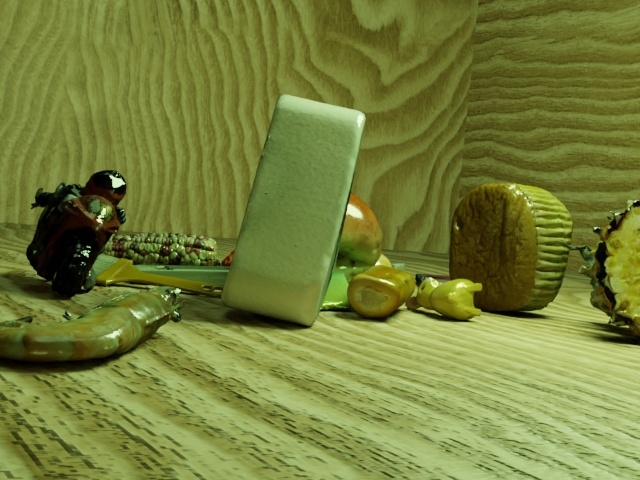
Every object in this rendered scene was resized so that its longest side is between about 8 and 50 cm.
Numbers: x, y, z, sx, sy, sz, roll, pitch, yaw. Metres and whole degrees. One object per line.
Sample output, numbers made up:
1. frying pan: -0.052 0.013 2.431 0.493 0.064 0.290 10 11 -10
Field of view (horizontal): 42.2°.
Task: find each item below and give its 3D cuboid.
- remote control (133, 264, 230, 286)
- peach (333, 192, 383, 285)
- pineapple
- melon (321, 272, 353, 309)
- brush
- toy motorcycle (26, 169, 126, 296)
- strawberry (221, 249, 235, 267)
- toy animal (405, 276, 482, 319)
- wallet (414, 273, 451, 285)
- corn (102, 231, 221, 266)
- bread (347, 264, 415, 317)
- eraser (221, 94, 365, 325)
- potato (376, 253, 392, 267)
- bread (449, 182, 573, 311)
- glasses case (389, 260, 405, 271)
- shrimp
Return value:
1. remote control: -0.223 0.070 1.572 0.285 0.038 0.123 2 2 -22
2. peach: 0.000 0.000 1.559 0.214 0.214 0.235 5 12 -23
3. pineapple: 0.544 0.071 1.442 0.262 0.263 0.272 5 -11 -4
4. melon: -0.034 0.099 1.359 0.261 0.053 0.114 -2 25 -45
5. brush: -0.288 0.066 1.429 0.272 0.013 0.103 10 23 10
6. toy motorcycle: -0.410 -0.025 1.371 0.134 0.207 0.401 28 -8 -23
7. strawberry: -0.130 0.048 1.774 0.121 0.082 0.188 3 3 44
8. toy animal: 0.201 0.100 1.447 0.083 0.070 0.159 6 -4 -34
9. wallet: 0.302 0.106 2.055 0.119 0.025 0.232 6 3 2
10. corn: -0.339 0.029 1.678 0.280 0.092 0.092 3 2 3
11. bread: 0.101 0.086 1.390 0.092 0.074 0.239 17 6 12
12. eraser: -0.036 -0.023 1.288 0.149 0.331 0.331 13 2 0
13. potato: 0.064 0.055 1.696 0.178 0.109 0.118 12 -20 36
14. bread: 0.367 0.015 1.614 0.142 0.254 0.227 0 8 -38
15. glasses case: 0.093 0.073 1.788 0.047 0.071 0.205 -1 7 -41
16. shrimp: -0.248 0.085 0.869 0.169 0.058 0.296 3 5 13
